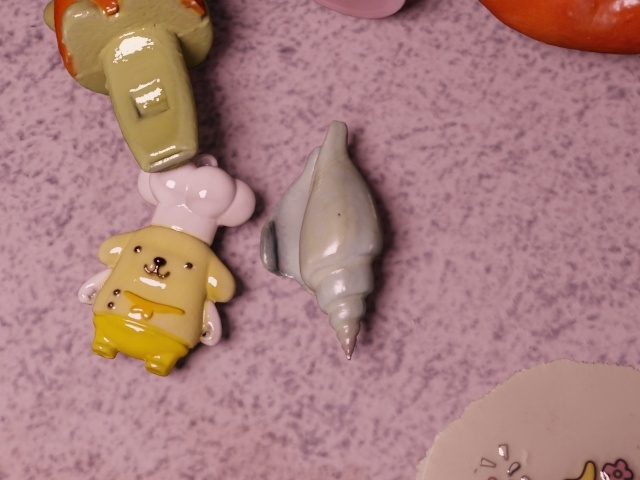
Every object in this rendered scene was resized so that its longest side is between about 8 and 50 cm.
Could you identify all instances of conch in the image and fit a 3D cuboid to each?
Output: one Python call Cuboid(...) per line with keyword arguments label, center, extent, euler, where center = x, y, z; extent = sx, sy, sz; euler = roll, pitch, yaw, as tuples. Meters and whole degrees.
Cuboid(label="conch", center=(0.007, 0.001, 0.692), extent=(0.065, 0.088, 0.180), euler=(16, 58, -38))

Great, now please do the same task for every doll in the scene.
Cuboid(label="doll", center=(-0.106, 0.012, 0.686), extent=(0.106, 0.062, 0.163), euler=(17, 72, 3))

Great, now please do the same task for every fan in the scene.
Cuboid(label="fan", center=(0.262, 0.202, 0.632), extent=(0.414, 0.012, 0.233), euler=(7, 73, 6))

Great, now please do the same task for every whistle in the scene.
Cuboid(label="whistle", center=(-0.144, -0.177, 0.716), extent=(0.131, 0.106, 0.289), euler=(-21, 63, 5))

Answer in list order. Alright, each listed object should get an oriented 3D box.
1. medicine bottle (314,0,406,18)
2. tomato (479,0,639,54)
Cuboid(label="medicine bottle", center=(0.061, -0.309, 0.749), extent=(0.133, 0.133, 0.250), euler=(22, 73, 10))
Cuboid(label="tomato", center=(0.216, -0.260, 0.684), extent=(0.259, 0.260, 0.180), euler=(-13, 37, -2))
